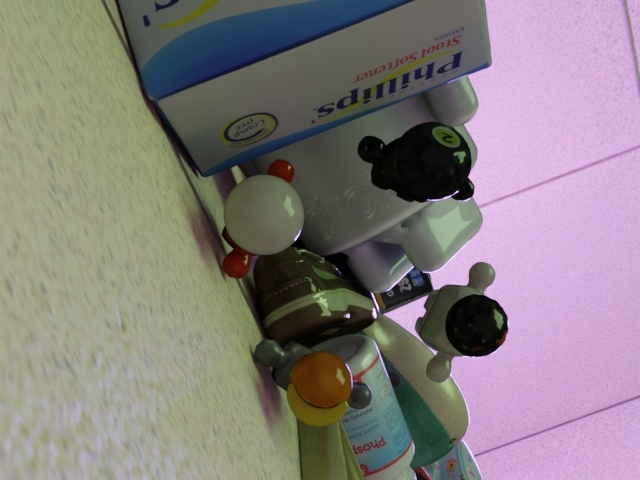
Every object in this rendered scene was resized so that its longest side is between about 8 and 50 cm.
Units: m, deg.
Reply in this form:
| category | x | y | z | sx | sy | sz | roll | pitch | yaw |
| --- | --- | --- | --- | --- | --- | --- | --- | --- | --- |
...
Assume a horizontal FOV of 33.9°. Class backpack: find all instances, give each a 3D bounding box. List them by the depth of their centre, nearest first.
| category | x | y | z | sx | sy | sz | roll | pitch | yaw |
| --- | --- | --- | --- | --- | --- | --- | --- | --- | --- |
| backpack | 0.162 | 0.356 | 1.519 | 0.166 | 0.144 | 0.188 | 57 | 8 | -50 |

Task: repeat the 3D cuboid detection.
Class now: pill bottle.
| category | x | y | z | sx | sy | sz | roll | pitch | yaw |
| --- | --- | --- | --- | --- | --- | --- | --- | --- | --- |
| pill bottle | 0.036 | 0.176 | 0.985 | 0.087 | 0.087 | 0.160 | -99 | 168 | -75 |

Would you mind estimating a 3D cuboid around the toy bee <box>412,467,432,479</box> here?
| category | x | y | z | sx | sy | sz | roll | pitch | yaw |
| --- | --- | --- | --- | --- | --- | --- | --- | --- | --- |
| toy bee | 0.159 | 0.417 | 1.276 | 0.298 | 0.162 | 0.195 | 40 | -8 | 38 |

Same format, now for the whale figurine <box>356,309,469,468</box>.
| category | x | y | z | sx | sy | sz | roll | pitch | yaw |
| --- | --- | --- | --- | --- | --- | --- | --- | --- | --- |
| whale figurine | 0.053 | 0.163 | 1.269 | 0.272 | 0.141 | 0.216 | 43 | -11 | 28 |

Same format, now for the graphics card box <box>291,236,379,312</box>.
| category | x | y | z | sx | sy | sz | roll | pitch | yaw |
| --- | --- | --- | --- | --- | --- | --- | --- | --- | --- |
| graphics card box | 0.000 | 0.000 | 1.465 | 0.371 | 0.094 | 0.232 | 67 | 3 | -47 |

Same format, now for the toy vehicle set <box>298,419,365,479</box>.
| category | x | y | z | sx | sy | sz | roll | pitch | yaw |
| --- | --- | --- | --- | --- | --- | --- | --- | --- | --- |
| toy vehicle set | 0.047 | 0.292 | 0.887 | 0.166 | 0.035 | 0.266 | -100 | 169 | -74 |

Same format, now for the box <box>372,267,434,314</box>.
| category | x | y | z | sx | sy | sz | roll | pitch | yaw |
| --- | --- | --- | --- | --- | --- | --- | --- | --- | --- |
| box | 0.047 | -0.089 | 1.331 | 0.257 | 0.079 | 0.321 | -69 | 137 | -80 |

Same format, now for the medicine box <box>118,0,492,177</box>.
| category | x | y | z | sx | sy | sz | roll | pitch | yaw |
| --- | --- | --- | --- | --- | --- | --- | --- | --- | --- |
| medicine box | -0.033 | -0.242 | 0.873 | 0.149 | 0.264 | 0.289 | 61 | 8 | -65 |

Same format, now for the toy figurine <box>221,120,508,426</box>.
| category | x | y | z | sx | sy | sz | roll | pitch | yaw |
| --- | --- | --- | --- | --- | --- | --- | --- | --- | --- |
| toy figurine | 0.035 | 0.024 | 0.826 | 0.148 | 0.213 | 0.209 | 167 | -93 | -81 |

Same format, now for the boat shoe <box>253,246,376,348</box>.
| category | x | y | z | sx | sy | sz | roll | pitch | yaw |
| --- | --- | --- | --- | --- | --- | --- | --- | --- | --- |
| boat shoe | -0.007 | 0.051 | 1.027 | 0.095 | 0.095 | 0.257 | 64 | 2 | 11 |

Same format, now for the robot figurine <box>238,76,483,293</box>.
| category | x | y | z | sx | sy | sz | roll | pitch | yaw |
| --- | --- | --- | --- | --- | --- | --- | --- | --- | --- |
| robot figurine | 0.020 | -0.126 | 1.042 | 0.353 | 0.300 | 0.200 | 58 | 38 | -6 |
